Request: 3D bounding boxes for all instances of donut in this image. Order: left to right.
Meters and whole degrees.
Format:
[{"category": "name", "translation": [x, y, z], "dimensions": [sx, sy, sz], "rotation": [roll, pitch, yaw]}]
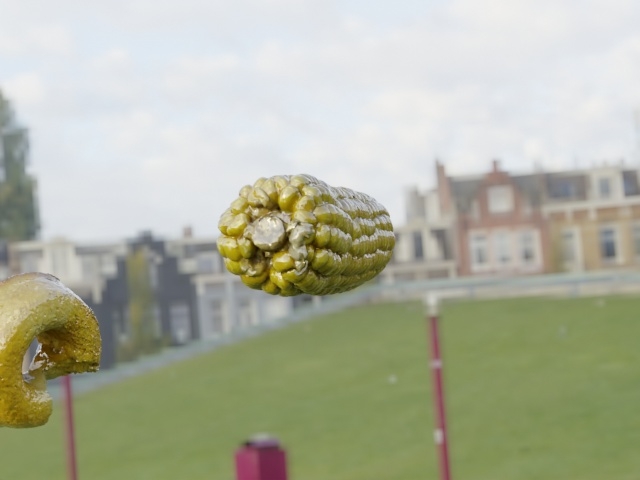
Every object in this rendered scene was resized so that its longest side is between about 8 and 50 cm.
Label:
[{"category": "donut", "translation": [-0.192, 0.074, 1.240], "dimensions": [0.043, 0.108, 0.097], "rotation": [12, -34, 42]}]

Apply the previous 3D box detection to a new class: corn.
[{"category": "corn", "translation": [-0.005, 0.000, 1.524], "dimensions": [0.102, 0.102, 0.313], "rotation": [-6, -5, 13]}]
